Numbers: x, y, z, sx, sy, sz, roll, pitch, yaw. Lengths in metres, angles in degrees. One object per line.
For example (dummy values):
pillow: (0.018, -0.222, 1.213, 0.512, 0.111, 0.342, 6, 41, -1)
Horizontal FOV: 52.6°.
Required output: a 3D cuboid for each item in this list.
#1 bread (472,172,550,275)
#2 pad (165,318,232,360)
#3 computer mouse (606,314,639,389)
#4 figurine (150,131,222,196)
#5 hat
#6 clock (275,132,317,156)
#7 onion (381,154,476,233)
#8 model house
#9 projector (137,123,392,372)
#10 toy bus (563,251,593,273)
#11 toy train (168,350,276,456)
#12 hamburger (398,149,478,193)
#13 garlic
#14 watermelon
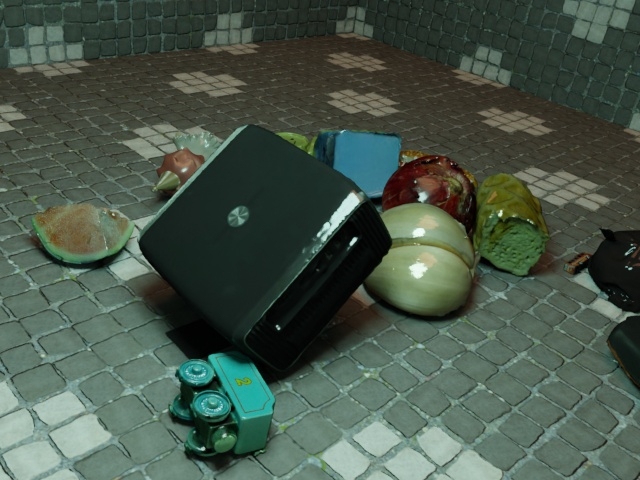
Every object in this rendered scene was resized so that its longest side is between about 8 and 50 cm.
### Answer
bread: (0.527, -0.045, 1.813, 0.195, 0.239, 0.252, 7, 39, 3)
pad: (-0.229, 0.201, 1.421, 0.193, 0.004, 0.116, -19, 39, -37)
computer mouse: (0.761, 0.281, 1.411, 0.182, 0.116, 0.323, 1, 23, -7)
figurine: (-0.402, -0.208, 1.954, 0.207, 0.166, 0.387, 48, 31, -17)
hat: (0.887, 0.030, 1.775, 0.238, 0.209, 0.336, 30, 37, 29)
clock: (-0.122, -0.328, 2.287, 0.231, 0.069, 0.170, 9, 30, 1)
onion: (0.307, -0.103, 1.827, 0.276, 0.276, 0.276, 6, 30, -3)
model house: (0.103, -0.260, 2.097, 0.237, 0.216, 0.303, 0, 15, -12)
projector: (-0.116, 0.010, 1.373, 0.405, 0.242, 0.395, 35, 78, 36)
toy bus: (0.743, 0.065, 1.863, 0.110, 0.031, 0.043, -21, 34, -40)
toy train: (-0.175, 0.293, 1.171, 0.162, 0.112, 0.203, -4, 34, -30)
hamburger: (0.367, -0.202, 2.114, 0.295, 0.152, 0.227, 18, 28, 15)
garlic: (0.243, 0.049, 1.630, 0.312, 0.286, 0.249, 19, -13, 8)
watermelon: (-0.587, 0.005, 1.595, 0.230, 0.128, 0.146, -5, 58, 3)
